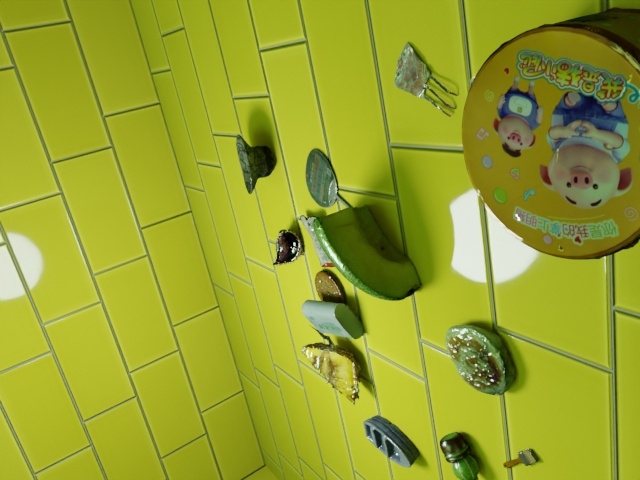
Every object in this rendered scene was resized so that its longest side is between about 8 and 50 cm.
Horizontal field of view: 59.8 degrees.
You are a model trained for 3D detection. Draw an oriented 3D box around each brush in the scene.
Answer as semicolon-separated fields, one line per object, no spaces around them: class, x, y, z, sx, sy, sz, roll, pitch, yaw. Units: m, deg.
brush;0.586;0.652;1.648;0.043;0.014;0.170;57;151;21

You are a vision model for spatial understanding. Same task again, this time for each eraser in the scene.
eraser;0.047;0.310;2.204;0.227;0.081;0.174;-3;130;54

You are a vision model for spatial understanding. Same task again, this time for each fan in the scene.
fan;0.022;-0.216;1.992;0.294;0.012;0.223;19;125;55

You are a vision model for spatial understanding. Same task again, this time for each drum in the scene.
drum;0.477;-0.192;1.011;0.431;0.214;0.431;41;142;42

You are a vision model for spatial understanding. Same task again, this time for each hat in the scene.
hat;-0.258;-0.319;2.279;0.265;0.128;0.266;168;90;-73

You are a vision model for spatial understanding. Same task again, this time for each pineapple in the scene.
pineapple;0.074;0.488;2.300;0.334;0.161;0.158;38;116;13

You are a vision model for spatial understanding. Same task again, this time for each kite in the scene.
kite;0.267;-0.405;1.426;0.229;0.016;0.127;48;150;33

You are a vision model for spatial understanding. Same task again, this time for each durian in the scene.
durian;-0.131;0.014;2.363;0.108;0.119;0.187;-86;6;-60

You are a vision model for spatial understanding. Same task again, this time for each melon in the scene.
melon;0.151;0.050;1.773;0.343;0.226;0.331;63;-171;9

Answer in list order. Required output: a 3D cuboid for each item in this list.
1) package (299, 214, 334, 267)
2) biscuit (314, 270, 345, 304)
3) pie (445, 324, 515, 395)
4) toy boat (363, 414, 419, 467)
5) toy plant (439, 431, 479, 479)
package;0.000;0.000;2.165;0.166;0.040;0.232;-5;114;64
biscuit;0.040;0.208;2.250;0.188;0.027;0.188;37;140;40
pie;0.455;0.337;1.604;0.240;0.054;0.240;40;143;38
toy boat;0.281;0.805;2.220;0.283;0.078;0.127;21;127;53
toy plant;0.461;0.719;1.830;0.162;0.092;0.093;63;152;8
